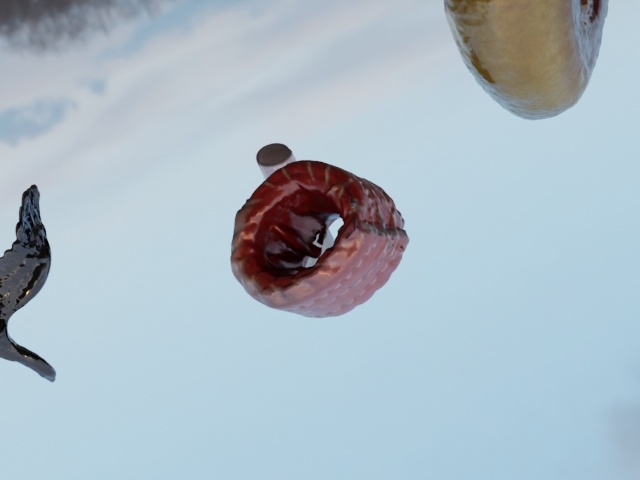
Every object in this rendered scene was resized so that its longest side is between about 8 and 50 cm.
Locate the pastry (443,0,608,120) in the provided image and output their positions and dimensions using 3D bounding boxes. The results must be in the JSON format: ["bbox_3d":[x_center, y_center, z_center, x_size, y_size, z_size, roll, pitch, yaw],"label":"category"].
[{"bbox_3d":[0.229,-0.302,1.679,0.164,0.356,0.356,4,-159,17],"label":"pastry"}]

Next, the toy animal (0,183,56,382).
[{"bbox_3d":[-0.349,0.084,1.587,0.160,0.197,0.272,10,-118,22],"label":"toy animal"}]

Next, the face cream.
[{"bbox_3d":[-0.032,-0.044,2.201,0.057,0.198,0.084,-31,-152,-9],"label":"face cream"}]

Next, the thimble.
[{"bbox_3d":[-0.006,0.000,1.778,0.190,0.163,0.125,-32,152,23],"label":"thimble"}]
